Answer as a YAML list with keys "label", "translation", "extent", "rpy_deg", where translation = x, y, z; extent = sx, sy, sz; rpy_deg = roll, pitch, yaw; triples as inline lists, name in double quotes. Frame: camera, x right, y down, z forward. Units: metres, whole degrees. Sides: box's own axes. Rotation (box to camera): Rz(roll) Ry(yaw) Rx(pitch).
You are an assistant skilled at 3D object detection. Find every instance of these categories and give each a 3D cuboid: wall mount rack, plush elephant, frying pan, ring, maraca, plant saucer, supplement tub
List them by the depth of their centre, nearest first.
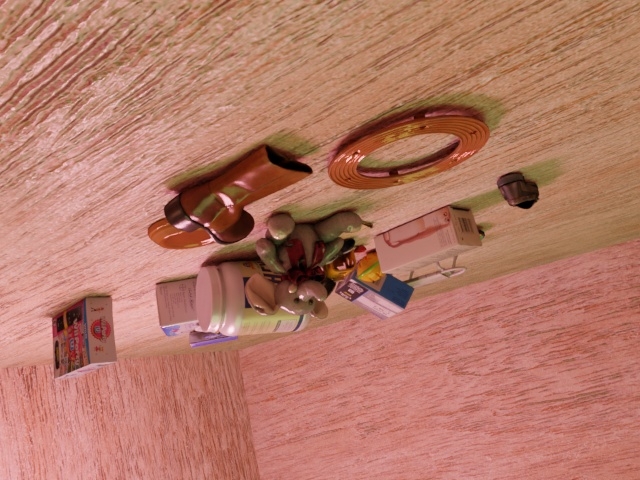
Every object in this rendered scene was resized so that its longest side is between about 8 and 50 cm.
- label: "ring"
  translation: [0.178, -0.182, 1.213]
  extent: [0.337, 0.032, 0.336]
  rpy_deg: [-12, 166, -3]
- label: "plant saucer"
  translation: [-0.315, -0.018, 1.423]
  extent: [0.200, 0.037, 0.200]
  rpy_deg: [-11, 165, -3]
- label: "plush elephant"
  translation: [-0.058, 0.088, 1.600]
  extent: [0.272, 0.255, 0.330]
  rpy_deg: [-2, 163, -35]
- label: "supplement tub"
  translation: [-0.209, 0.178, 1.845]
  extent: [0.325, 0.235, 0.235]
  rpy_deg: [0, 162, -26]
- label: "frying pan"
  translation: [0.000, 0.155, 2.064]
  extent: [0.197, 0.053, 0.326]
  rpy_deg: [-23, -160, 47]
- label: "maraca"
  translation: [0.209, 0.083, 2.142]
  extent: [0.186, 0.099, 0.127]
  rpy_deg: [-35, 176, -21]
- label: "wall mount rack"
  translation: [0.435, 0.120, 2.421]
  extent: [0.350, 0.130, 0.304]
  rpy_deg: [-19, 161, 25]

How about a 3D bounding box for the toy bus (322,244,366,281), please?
- label: "toy bus"
  translation: [0.054, 0.087, 1.995]
  extent: [0.191, 0.104, 0.202]
  rpy_deg: [-20, 163, 30]

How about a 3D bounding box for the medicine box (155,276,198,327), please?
- label: "medicine box"
  translation: [-0.414, 0.226, 2.057]
  extent: [0.290, 0.149, 0.263]
  rpy_deg: [-8, 166, -12]

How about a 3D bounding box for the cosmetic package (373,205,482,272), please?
- label: "cosmetic package"
  translation: [0.335, 0.003, 1.860]
  extent: [0.296, 0.129, 0.153]
  rpy_deg: [-24, 163, 38]

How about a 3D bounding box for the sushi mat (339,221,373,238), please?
- label: "sushi mat"
  translation: [0.000, 0.000, 1.792]
  extent: [0.317, 0.019, 0.151]
  rpy_deg: [-22, 162, 35]

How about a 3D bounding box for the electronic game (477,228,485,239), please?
- label: "electronic game"
  translation: [0.490, 0.005, 2.157]
  extent: [0.229, 0.048, 0.229]
  rpy_deg: [-12, 166, -3]

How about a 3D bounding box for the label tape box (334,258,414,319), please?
- label: "label tape box"
  translation: [0.195, 0.215, 2.365]
  extent: [0.241, 0.105, 0.333]
  rpy_deg: [30, 157, -4]

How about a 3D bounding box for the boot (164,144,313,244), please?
- label: "boot"
  translation: [-0.140, -0.099, 1.225]
  extent: [0.281, 0.096, 0.264]
  rpy_deg: [-27, 153, 24]

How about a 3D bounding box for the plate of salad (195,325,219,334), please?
- label: "plate of salad"
  translation: [-0.324, 0.294, 1.993]
  extent: [0.200, 0.048, 0.200]
  rpy_deg: [-12, 165, -3]

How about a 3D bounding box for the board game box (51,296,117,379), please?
- label: "board game box"
  translation: [-0.811, 0.335, 2.001]
  extent: [0.098, 0.223, 0.303]
  rpy_deg: [6, 157, -45]

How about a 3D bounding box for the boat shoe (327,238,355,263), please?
- label: "boat shoe"
  translation: [0.051, 0.030, 1.861]
  extent: [0.142, 0.049, 0.040]
  rpy_deg: [-27, 164, -30]

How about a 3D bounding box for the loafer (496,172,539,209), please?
- label: "loafer"
  translation: [0.562, -0.120, 1.658]
  extent: [0.096, 0.084, 0.268]
  rpy_deg: [-20, 164, 29]

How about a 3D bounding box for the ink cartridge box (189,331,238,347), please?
- label: "ink cartridge box"
  translation: [-0.416, 0.328, 2.267]
  extent: [0.176, 0.069, 0.371]
  rpy_deg: [-9, -165, -10]
